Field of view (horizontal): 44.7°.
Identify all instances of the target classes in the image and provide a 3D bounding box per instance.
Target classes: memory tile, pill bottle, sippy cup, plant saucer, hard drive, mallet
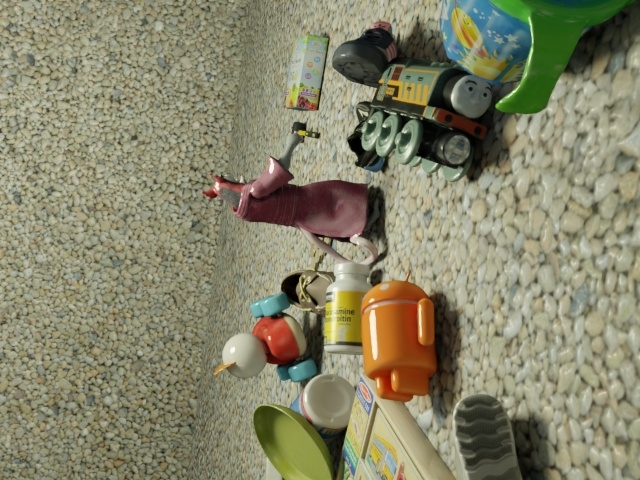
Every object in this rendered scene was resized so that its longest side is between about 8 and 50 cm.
[{"bbox_3d":[0.000,0.000,2.024,0.148,0.012,0.113,120,152,-52],"label":"memory tile"},{"bbox_3d":[0.062,0.143,1.618,0.103,0.103,0.184,148,126,-68],"label":"pill bottle"},{"bbox_3d":[0.261,-0.324,1.006,0.305,0.240,0.224,-48,-7,-20],"label":"sippy cup"},{"bbox_3d":[-0.051,0.443,1.664,0.241,0.037,0.240,30,136,33],"label":"plant saucer"},{"bbox_3d":[-0.099,0.533,1.910,0.307,0.040,0.202,84,-175,-68],"label":"hard drive"},{"bbox_3d":[-0.009,0.390,1.712,0.221,0.124,0.124,122,150,-52],"label":"pill bottle"},{"bbox_3d":[-0.044,-0.300,2.248,0.190,0.039,0.062,-136,56,-64],"label":"mallet"}]

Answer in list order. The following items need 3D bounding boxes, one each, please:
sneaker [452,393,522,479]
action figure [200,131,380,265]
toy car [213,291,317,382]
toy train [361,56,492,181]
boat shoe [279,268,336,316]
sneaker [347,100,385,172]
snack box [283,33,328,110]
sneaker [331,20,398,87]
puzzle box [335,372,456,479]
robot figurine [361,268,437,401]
[{"bbox_3d":[0.237,0.352,1.049,0.115,0.105,0.281,55,-147,-70],"label":"sneaker"},{"bbox_3d":[-0.078,-0.067,1.695,0.248,0.371,0.275,127,145,-59],"label":"action figure"},{"bbox_3d":[-0.168,0.277,1.955,0.219,0.238,0.210,68,160,0],"label":"toy car"},{"bbox_3d":[0.180,-0.220,1.349,0.334,0.142,0.190,-139,67,-69],"label":"toy train"},{"bbox_3d":[-0.015,0.122,1.879,0.324,0.097,0.116,-178,95,-73],"label":"boat shoe"},{"bbox_3d":[0.096,-0.234,1.696,0.067,0.078,0.188,122,150,-54],"label":"sneaker"},{"bbox_3d":[-0.046,-0.484,2.262,0.174,0.070,0.207,-153,73,-72],"label":"snack box"},{"bbox_3d":[0.097,-0.385,1.554,0.319,0.112,0.131,-30,-44,-81],"label":"sneaker"},{"bbox_3d":[0.125,0.449,1.387,0.409,0.052,0.272,-129,49,-67],"label":"puzzle box"},{"bbox_3d":[0.132,0.164,1.344,0.158,0.128,0.219,77,-170,-64],"label":"robot figurine"}]
